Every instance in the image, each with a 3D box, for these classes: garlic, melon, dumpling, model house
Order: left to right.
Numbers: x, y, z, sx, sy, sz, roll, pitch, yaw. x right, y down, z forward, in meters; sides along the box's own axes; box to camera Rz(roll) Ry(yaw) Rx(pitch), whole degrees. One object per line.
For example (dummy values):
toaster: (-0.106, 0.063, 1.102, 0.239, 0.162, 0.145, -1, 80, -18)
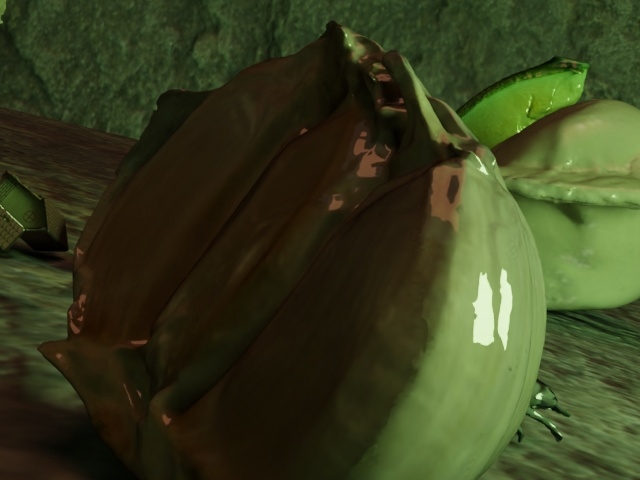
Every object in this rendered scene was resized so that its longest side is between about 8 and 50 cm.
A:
model house: (-0.219, -0.012, 1.011, 0.058, 0.057, 0.083, 41, -9, 11)
garlic: (0.008, 0.028, 0.540, 0.143, 0.178, 0.229, 36, 3, -32)
melon: (0.209, -0.108, 1.762, 0.124, 0.323, 0.196, 38, 19, 24)
dumpling: (0.220, -0.039, 1.502, 0.315, 0.233, 0.395, 10, -8, -11)

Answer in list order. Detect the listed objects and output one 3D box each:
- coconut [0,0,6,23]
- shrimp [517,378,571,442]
coconut: (-0.452, -0.237, 1.251, 0.346, 0.360, 0.346, -23, -8, -4)
shrimp: (0.071, 0.070, 0.731, 0.174, 0.076, 0.082, 8, 30, -47)
